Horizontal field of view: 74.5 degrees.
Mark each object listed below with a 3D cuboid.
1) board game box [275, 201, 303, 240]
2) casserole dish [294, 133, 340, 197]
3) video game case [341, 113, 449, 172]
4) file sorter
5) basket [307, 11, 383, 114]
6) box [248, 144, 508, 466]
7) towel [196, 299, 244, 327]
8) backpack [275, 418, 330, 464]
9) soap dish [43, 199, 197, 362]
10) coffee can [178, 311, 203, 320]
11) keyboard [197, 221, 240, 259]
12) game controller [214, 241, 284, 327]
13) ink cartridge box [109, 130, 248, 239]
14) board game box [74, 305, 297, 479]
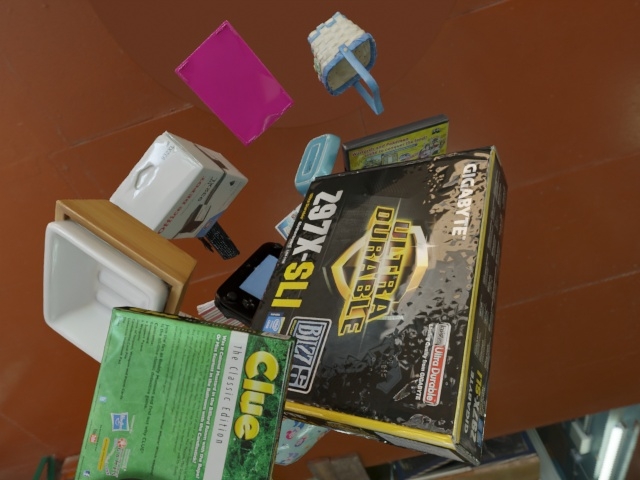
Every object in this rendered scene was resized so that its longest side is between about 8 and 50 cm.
[{"bbox_3d":[0.000,0.000,1.541,0.193,0.305,0.053,-41,162,1],"label":"board game box"},{"bbox_3d":[-0.012,-0.198,1.072,0.037,0.188,0.114,31,157,-34],"label":"casserole dish"},{"bbox_3d":[0.199,-0.181,1.107,0.275,0.035,0.248,-18,136,-7],"label":"video game case"},{"bbox_3d":[-0.262,-0.485,1.311,0.202,0.182,0.291,-40,117,7],"label":"file sorter"},{"bbox_3d":[0.102,-0.550,1.359,0.201,0.255,0.289,-41,79,6],"label":"basket"},{"bbox_3d":[0.061,0.049,0.481,0.257,0.322,0.079,-5,142,37],"label":"box"},{"bbox_3d":[-0.286,0.227,1.351,0.144,0.029,0.197,-28,143,2],"label":"towel"},{"bbox_3d":[-0.102,0.403,0.988,0.253,0.191,0.225,-40,132,8],"label":"backpack"},{"bbox_3d":[-0.343,0.088,0.720,0.229,0.118,0.291,33,127,3],"label":"soap dish"},{"bbox_3d":[-0.417,0.300,1.186,0.275,0.201,0.201,24,121,-9],"label":"coffee can"},{"bbox_3d":[-0.376,0.009,1.512,0.100,0.038,0.192,-21,129,11],"label":"keyboard"},{"bbox_3d":[-0.117,0.103,1.003,0.166,0.319,0.067,22,118,7],"label":"game controller"},{"bbox_3d":[-0.342,-0.124,1.073,0.129,0.307,0.223,42,98,5],"label":"ink cartridge box"},{"bbox_3d":[-0.105,0.186,0.293,0.136,0.030,0.260,10,83,6],"label":"board game box"}]
